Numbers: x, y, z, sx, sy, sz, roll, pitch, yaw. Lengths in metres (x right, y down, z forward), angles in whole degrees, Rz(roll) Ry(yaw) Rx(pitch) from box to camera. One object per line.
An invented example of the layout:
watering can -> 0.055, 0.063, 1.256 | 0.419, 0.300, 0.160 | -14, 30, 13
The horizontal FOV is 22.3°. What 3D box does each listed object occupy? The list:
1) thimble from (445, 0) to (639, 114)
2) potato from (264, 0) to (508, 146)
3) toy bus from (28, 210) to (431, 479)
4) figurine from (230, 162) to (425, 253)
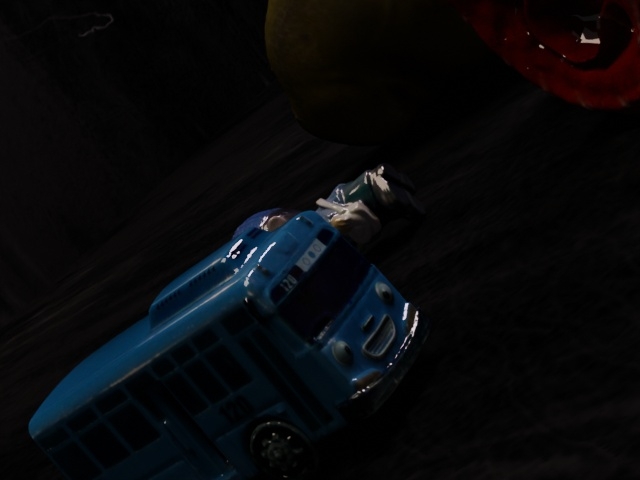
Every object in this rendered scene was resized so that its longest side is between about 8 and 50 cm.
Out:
thimble -> 0.149, -0.166, 0.878 | 0.125, 0.189, 0.163 | -43, -25, -19
potato -> 0.076, -0.215, 1.317 | 0.351, 0.218, 0.202 | -42, 28, 35
toy bus -> -0.047, 0.067, 0.787 | 0.185, 0.106, 0.090 | -34, 9, 35
figurine -> -0.003, -0.008, 1.077 | 0.136, 0.079, 0.077 | -42, -33, 16
